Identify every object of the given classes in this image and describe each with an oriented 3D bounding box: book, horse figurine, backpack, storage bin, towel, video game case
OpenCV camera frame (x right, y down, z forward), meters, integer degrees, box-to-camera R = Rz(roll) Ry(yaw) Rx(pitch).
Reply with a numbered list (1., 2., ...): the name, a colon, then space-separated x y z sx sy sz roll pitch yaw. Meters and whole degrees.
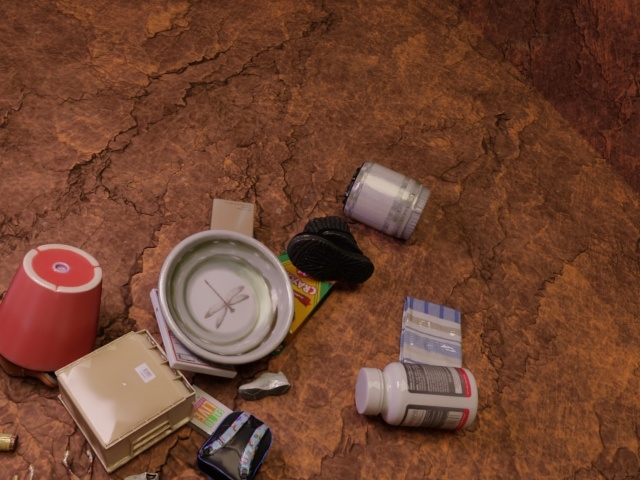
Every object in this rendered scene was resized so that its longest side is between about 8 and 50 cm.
1. book: -0.316 0.463 1.717 0.144 0.035 0.096 29 46 14
2. horse figurine: -0.617 0.589 1.487 0.263 0.066 0.174 -12 49 -28
3. backpack: -0.212 0.533 1.625 0.158 0.117 0.173 29 48 10
4. storage bin: -0.497 0.396 1.637 0.260 0.123 0.262 -28 57 -33
5. towel: 0.360 0.314 2.057 0.209 0.034 0.285 16 46 -4
6. video game case: -0.360 0.259 1.793 0.204 0.025 0.285 21 27 -40

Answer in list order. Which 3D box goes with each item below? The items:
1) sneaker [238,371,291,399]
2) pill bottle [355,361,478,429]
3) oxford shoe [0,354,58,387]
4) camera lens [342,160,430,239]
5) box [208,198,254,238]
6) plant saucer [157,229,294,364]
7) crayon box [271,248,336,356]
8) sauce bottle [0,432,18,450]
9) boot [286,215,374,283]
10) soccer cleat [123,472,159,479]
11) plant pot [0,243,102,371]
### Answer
1. sneaker: -0.163 0.409 1.803 0.152 0.054 0.061 -2 40 -27
2. pill bottle: 0.269 0.440 1.817 0.318 0.176 0.176 7 48 -11
3. oxford shoe: -0.779 0.333 1.679 0.212 0.076 0.076 31 76 10
4. camera lens: 0.232 -0.146 2.303 0.274 0.219 0.219 24 47 5
5. box: -0.294 0.022 2.057 0.148 0.121 0.311 7 47 -12
6. plant saucer: -0.273 0.166 1.818 0.400 0.100 0.400 13 60 -24
7. crayon box: -0.118 0.189 1.990 0.202 0.081 0.318 32 48 11
8. sauce bottle: -0.802 0.483 1.541 0.128 0.042 0.042 9 47 -8
9. boot: -0.002 0.003 2.080 0.348 0.131 0.260 24 25 -40
10. soccer cleat: -0.439 0.584 1.565 0.083 0.035 0.029 2 49 -15
11. plant pot: -0.701 0.160 1.675 0.275 0.243 0.275 21 28 -12
